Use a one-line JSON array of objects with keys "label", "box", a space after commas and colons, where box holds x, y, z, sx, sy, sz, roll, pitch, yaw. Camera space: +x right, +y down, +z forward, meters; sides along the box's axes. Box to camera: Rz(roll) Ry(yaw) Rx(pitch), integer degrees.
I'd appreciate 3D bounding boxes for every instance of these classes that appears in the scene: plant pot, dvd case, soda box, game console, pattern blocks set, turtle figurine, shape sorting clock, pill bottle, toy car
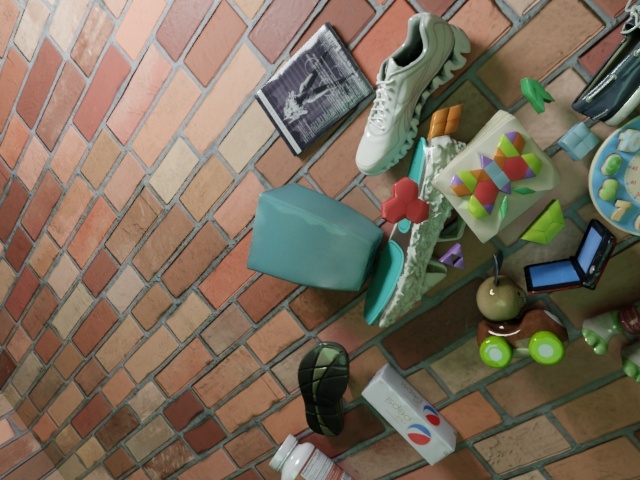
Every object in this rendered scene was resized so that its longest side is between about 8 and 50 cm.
[{"label": "plant pot", "box": [0.000, 0.000, 0.848, 0.234, 0.165, 0.166, 19, 111, 16]}, {"label": "dvd case", "box": [-0.019, -0.306, 0.851, 0.221, 0.018, 0.165, -34, 90, 27]}, {"label": "soda box", "box": [0.199, 0.385, 0.913, 0.216, 0.069, 0.074, 44, 117, 7]}, {"label": "game console", "box": [0.405, 0.024, 0.676, 0.085, 0.144, 0.124, 18, 111, 18]}, {"label": "pattern blocks set", "box": [0.286, -0.103, 0.671, 0.285, 0.026, 0.325, 35, 93, -4]}, {"label": "turtle figurine", "box": [0.554, 0.139, 0.591, 0.266, 0.197, 0.275, -52, 38, 44]}, {"label": "shape sorting clock", "box": [0.536, -0.102, 0.632, 0.206, 0.040, 0.207, 5, 107, 18]}, {"label": "pill bottle", "box": [-0.021, 0.605, 1.046, 0.216, 0.121, 0.121, 34, 115, 13]}, {"label": "toy car", "box": [0.345, 0.112, 0.735, 0.148, 0.155, 0.189, -14, 86, 27]}]

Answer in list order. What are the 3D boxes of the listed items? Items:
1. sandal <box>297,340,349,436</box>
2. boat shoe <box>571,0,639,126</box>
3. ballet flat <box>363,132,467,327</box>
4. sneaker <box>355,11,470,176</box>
[{"label": "sandal", "box": [0.013, 0.352, 0.988, 0.120, 0.086, 0.303, 12, 124, 15]}, {"label": "boat shoe", "box": [0.471, -0.297, 0.590, 0.079, 0.095, 0.255, 26, 123, 4]}, {"label": "ballet flat", "box": [0.198, 0.005, 0.780, 0.146, 0.147, 0.410, 22, 112, 18]}, {"label": "sneaker", "box": [0.134, -0.253, 0.727, 0.110, 0.118, 0.292, 48, 119, 37]}]
